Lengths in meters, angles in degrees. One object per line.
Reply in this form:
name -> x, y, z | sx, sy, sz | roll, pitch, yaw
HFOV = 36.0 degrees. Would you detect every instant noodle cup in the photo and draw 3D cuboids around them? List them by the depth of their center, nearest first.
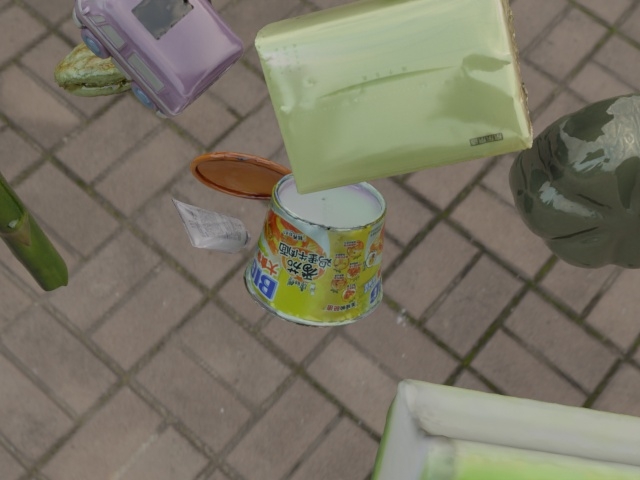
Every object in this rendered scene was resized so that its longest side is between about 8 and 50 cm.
instant noodle cup -> 0.000, 0.000, 1.371 | 0.204, 0.153, 0.205 | 7, 31, -4

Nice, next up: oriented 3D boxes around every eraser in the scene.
eraser -> 0.145, 0.196, 0.514 | 0.274, 0.092, 0.210 | 9, 105, -17

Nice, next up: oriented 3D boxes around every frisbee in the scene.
frisbee -> -0.123, -0.114, 1.655 | 0.192, 0.192, 0.035 | 10, 72, -2

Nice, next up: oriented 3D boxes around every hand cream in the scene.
hand cream -> -0.153, -0.013, 1.409 | 0.053, 0.142, 0.084 | -41, 61, 23

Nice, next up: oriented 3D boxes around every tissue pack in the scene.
tissue pack -> 0.074, -0.152, 0.938 | 0.234, 0.159, 0.125 | -10, 20, 14

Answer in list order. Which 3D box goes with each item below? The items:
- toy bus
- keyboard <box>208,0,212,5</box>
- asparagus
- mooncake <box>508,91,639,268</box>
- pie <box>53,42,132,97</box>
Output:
toy bus -> -0.213, -0.275, 1.286 | 0.142, 0.142, 0.202 | -46, 104, -16
keyboard -> -0.232, -0.423, 1.836 | 0.016, 0.262, 0.106 | 10, 30, 32
asparagus -> -0.435, -0.020, 1.410 | 0.067, 0.278, 0.060 | 24, 64, 24
mooncake -> 0.390, -0.068, 1.283 | 0.274, 0.275, 0.135 | 2, 52, -6
pie -> -0.316, -0.294, 1.609 | 0.247, 0.090, 0.201 | -10, 33, 8
